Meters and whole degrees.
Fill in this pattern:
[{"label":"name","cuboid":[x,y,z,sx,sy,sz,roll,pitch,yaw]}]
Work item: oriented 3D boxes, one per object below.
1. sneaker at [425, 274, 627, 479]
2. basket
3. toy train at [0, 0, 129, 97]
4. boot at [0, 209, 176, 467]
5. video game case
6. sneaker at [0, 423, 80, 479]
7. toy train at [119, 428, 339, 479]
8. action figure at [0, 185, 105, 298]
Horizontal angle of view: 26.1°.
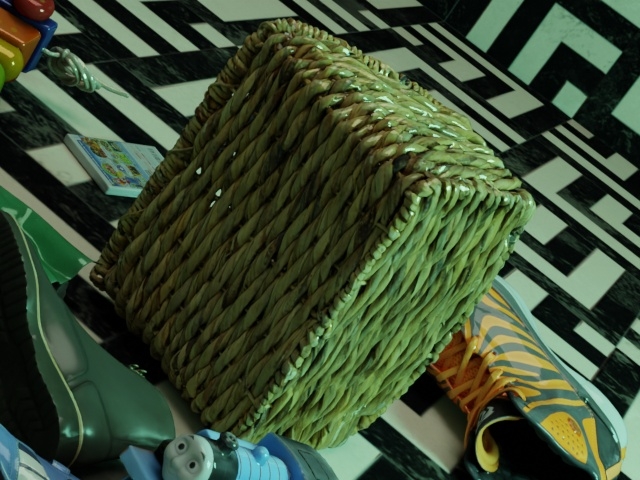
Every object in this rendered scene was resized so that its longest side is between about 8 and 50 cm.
[{"label":"sneaker","cuboid":[0.159,0.132,1.335,0.321,0.124,0.180,39,21,11]},{"label":"basket","cuboid":[0.000,0.000,1.139,0.213,0.299,0.223,4,37,-53]},{"label":"toy train","cuboid":[-0.308,-0.177,1.348,0.248,0.105,0.143,30,32,-12]},{"label":"boot","cuboid":[-0.183,0.079,1.010,0.137,0.077,0.197,13,53,-53]},{"label":"video game case","cuboid":[-0.193,-0.072,1.403,0.122,0.011,0.087,6,36,-51]},{"label":"sneaker","cuboid":[-0.189,0.160,0.877,0.144,0.053,0.059,49,23,15]},{"label":"toy train","cuboid":[-0.063,0.176,0.921,0.184,0.105,0.080,30,18,-51]},{"label":"action figure","cuboid":[-0.296,-0.032,1.100,0.232,0.063,0.137,44,25,12]}]
